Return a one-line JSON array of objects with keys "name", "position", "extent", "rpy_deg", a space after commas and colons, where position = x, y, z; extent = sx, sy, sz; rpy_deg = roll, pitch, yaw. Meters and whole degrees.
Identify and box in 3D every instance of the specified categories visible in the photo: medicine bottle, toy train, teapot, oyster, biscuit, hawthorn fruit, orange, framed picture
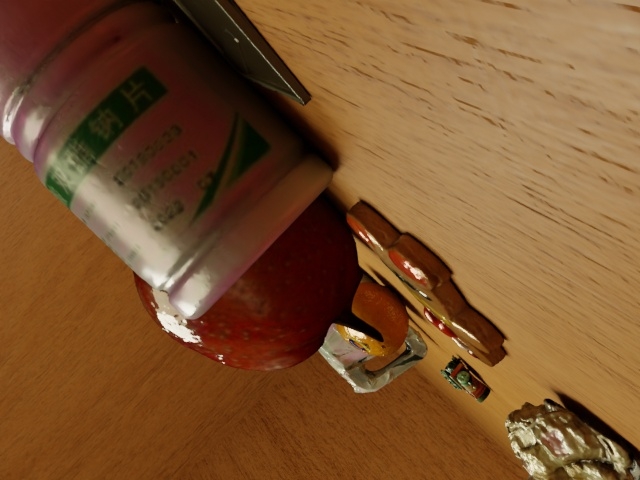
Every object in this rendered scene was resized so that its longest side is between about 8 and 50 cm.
[{"name": "medicine bottle", "position": [-0.168, -0.104, 0.728], "extent": [0.325, 0.212, 0.212], "rpy_deg": [45, 176, -3]}, {"name": "toy train", "position": [0.251, 0.242, 1.301], "extent": [0.064, 0.044, 0.103], "rpy_deg": [37, 175, 41]}, {"name": "teapot", "position": [0.074, 0.179, 1.464], "extent": [0.221, 0.178, 0.163], "rpy_deg": [45, 177, -27]}, {"name": "oyster", "position": [0.261, 0.226, 0.757], "extent": [0.163, 0.081, 0.191], "rpy_deg": [38, 178, 23]}, {"name": "biscuit", "position": [0.122, 0.065, 0.790], "extent": [0.250, 0.036, 0.165], "rpy_deg": [47, 177, -39]}, {"name": "hawthorn fruit", "position": [-0.070, 0.043, 0.990], "extent": [0.369, 0.284, 0.285], "rpy_deg": [35, 178, -8]}, {"name": "orange", "position": [0.087, 0.129, 1.269], "extent": [0.135, 0.117, 0.135], "rpy_deg": [18, 156, 8]}, {"name": "framed picture", "position": [-0.071, -0.160, 0.589], "extent": [0.109, 0.011, 0.149], "rpy_deg": [47, 176, -33]}]

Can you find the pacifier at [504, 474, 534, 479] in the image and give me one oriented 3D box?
[{"name": "pacifier", "position": [0.423, 0.526, 1.354], "extent": [0.227, 0.207, 0.279], "rpy_deg": [24, 170, 20]}]
